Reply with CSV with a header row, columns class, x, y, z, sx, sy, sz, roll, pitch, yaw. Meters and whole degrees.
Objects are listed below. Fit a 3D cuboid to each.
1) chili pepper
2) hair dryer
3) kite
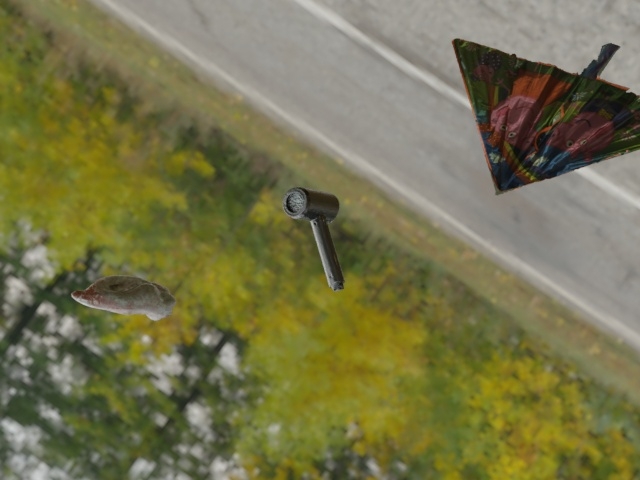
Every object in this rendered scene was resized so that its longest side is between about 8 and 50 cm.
class,x,y,z,sx,sy,sz,roll,pitch,yaw
chili pepper,-0.198,0.058,1.412,0.050,0.041,0.153,12,176,33
hair dryer,0.000,0.000,1.039,0.047,0.026,0.083,7,-116,-56
kite,0.239,-0.129,1.408,0.321,0.234,0.016,23,154,32
